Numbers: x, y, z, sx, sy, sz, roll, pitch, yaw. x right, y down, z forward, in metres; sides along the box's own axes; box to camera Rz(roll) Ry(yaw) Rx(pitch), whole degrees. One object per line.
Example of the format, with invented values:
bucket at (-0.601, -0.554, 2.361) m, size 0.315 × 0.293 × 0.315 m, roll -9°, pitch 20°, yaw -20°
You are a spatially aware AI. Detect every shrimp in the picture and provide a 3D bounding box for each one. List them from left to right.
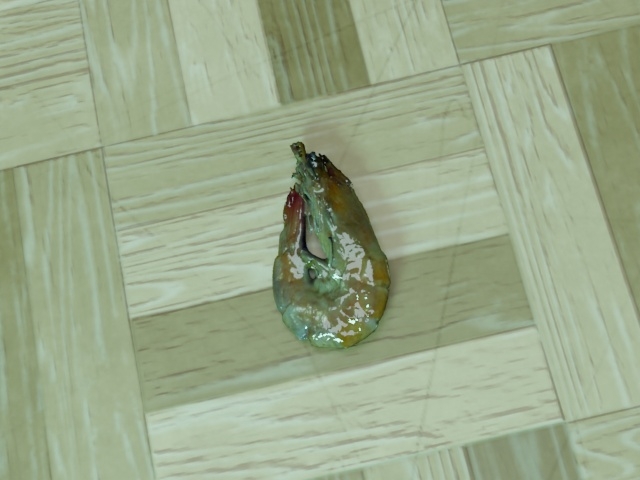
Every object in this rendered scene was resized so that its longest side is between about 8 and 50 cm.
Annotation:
shrimp at (0.000, 0.000, 0.909) m, size 0.101 × 0.042 × 0.190 m, roll -16°, pitch 71°, yaw 7°
